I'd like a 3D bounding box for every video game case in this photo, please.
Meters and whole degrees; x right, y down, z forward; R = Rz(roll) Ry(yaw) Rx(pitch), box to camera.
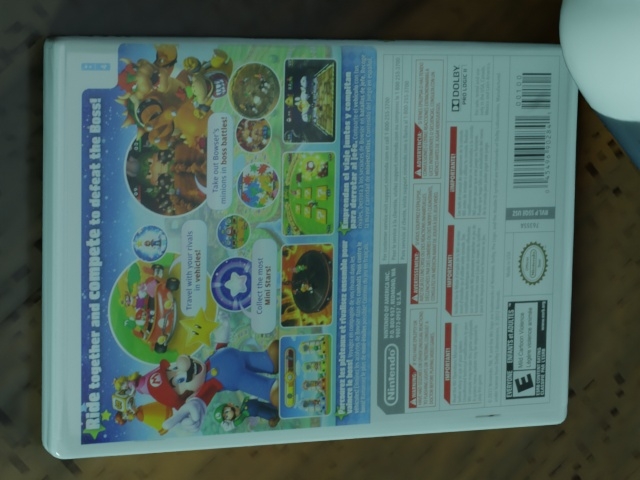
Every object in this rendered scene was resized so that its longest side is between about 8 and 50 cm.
[{"bbox_3d":[0.000,0.000,0.428,0.122,0.011,0.087,-2,97,-24],"label":"video game case"}]

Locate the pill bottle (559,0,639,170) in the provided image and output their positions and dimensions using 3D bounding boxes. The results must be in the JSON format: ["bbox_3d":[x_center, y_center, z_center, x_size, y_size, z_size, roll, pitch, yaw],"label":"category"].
[{"bbox_3d":[0.115,-0.042,0.421,0.108,0.108,0.180,-45,111,-13],"label":"pill bottle"}]
